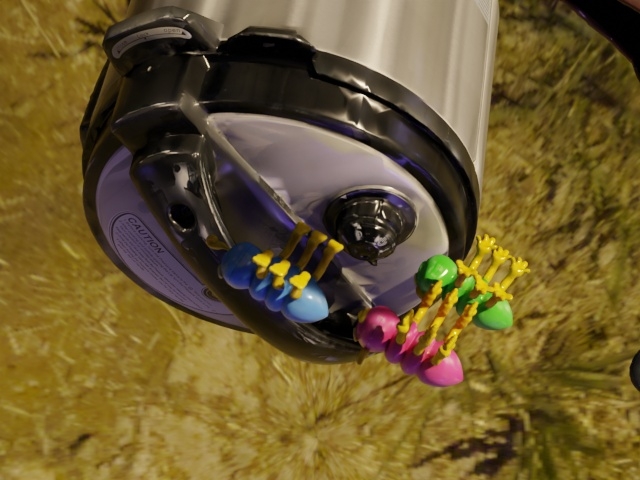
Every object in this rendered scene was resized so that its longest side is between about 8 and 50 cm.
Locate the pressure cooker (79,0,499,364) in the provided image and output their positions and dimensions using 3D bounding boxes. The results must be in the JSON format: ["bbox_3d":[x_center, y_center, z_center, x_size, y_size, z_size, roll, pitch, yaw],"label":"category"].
[{"bbox_3d":[-0.027,-0.107,1.213,0.369,0.375,0.420,16,54,-8],"label":"pressure cooker"}]

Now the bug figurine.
[{"bbox_3d":[0.044,0.027,1.045,0.216,0.279,0.072,32,118,13],"label":"bug figurine"}]

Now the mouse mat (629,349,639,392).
[{"bbox_3d":[0.237,0.038,0.518,0.189,0.007,0.152,-42,112,18],"label":"mouse mat"}]

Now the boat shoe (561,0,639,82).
[{"bbox_3d":[0.174,-0.089,0.618,0.207,0.073,0.073,41,73,-8],"label":"boat shoe"}]
